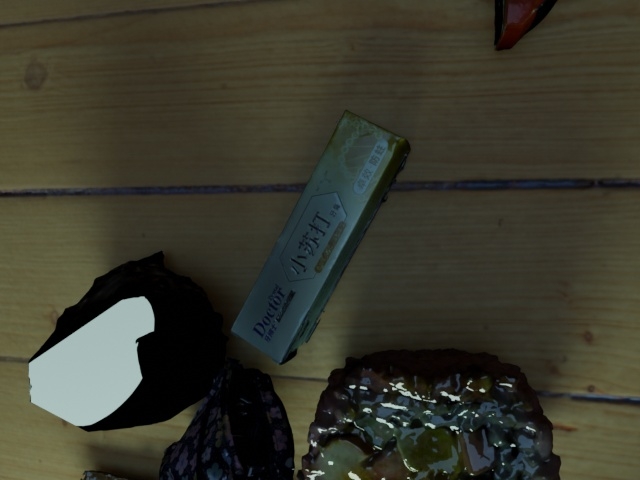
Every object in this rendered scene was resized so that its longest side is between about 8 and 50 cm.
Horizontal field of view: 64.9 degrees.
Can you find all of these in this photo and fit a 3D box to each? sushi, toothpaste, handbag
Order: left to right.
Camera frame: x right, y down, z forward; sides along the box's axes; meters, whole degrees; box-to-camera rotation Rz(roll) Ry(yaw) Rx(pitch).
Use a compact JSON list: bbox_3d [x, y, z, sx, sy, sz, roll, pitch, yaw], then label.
[{"bbox_3d":[-0.108,0.271,0.589,0.126,0.229,0.208,21,116,-29],"label":"handbag"},{"bbox_3d":[0.000,0.000,0.633,0.089,0.071,0.313,30,98,13],"label":"toothpaste"},{"bbox_3d":[0.116,0.235,0.564,0.269,0.171,0.237,-3,91,14],"label":"sushi"}]

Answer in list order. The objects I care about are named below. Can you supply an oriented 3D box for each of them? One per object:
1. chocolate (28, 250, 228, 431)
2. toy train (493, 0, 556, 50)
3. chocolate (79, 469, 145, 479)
[{"bbox_3d":[-0.241,0.109,0.669,0.224,0.206,0.177,-33,41,1],"label":"chocolate"},{"bbox_3d":[0.244,-0.425,0.558,0.089,0.086,0.410,2,92,10],"label":"toy train"},{"bbox_3d":[-0.186,0.389,0.687,0.328,0.065,0.103,7,74,11],"label":"chocolate"}]
